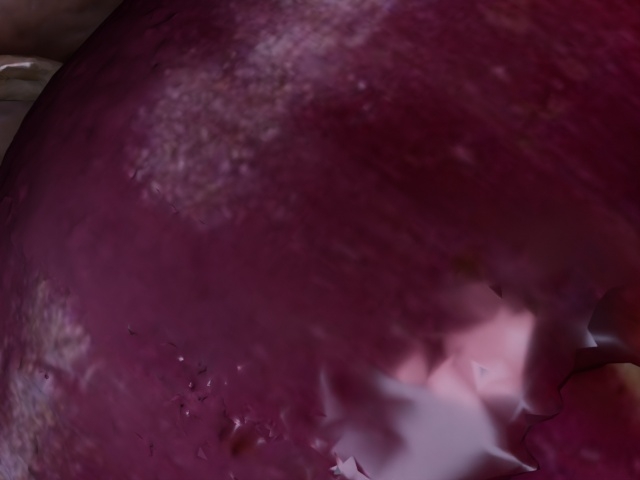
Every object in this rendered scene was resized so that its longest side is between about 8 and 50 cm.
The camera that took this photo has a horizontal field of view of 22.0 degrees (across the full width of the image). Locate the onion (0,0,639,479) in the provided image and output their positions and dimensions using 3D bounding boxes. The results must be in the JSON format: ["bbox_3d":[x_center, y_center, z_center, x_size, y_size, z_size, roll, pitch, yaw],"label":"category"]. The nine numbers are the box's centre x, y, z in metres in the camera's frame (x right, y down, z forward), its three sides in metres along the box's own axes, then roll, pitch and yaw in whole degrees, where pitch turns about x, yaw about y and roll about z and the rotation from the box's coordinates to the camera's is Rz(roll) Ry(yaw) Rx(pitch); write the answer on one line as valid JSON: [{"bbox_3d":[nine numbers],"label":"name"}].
[{"bbox_3d":[0.035,0.011,0.549,0.358,0.358,0.345,-30,75,5],"label":"onion"}]
